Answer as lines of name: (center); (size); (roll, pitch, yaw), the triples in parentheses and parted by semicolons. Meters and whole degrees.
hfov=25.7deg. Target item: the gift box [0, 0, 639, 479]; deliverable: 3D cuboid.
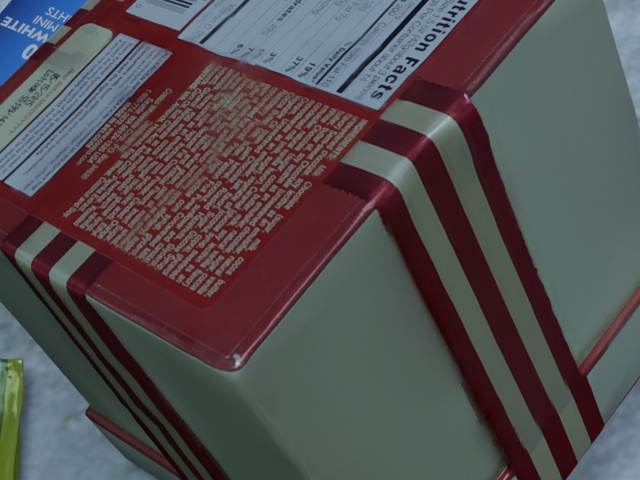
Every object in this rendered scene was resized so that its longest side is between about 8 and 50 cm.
gift box: (0.000, 0.000, 0.660); (0.255, 0.258, 0.276); (-45, 45, -16)

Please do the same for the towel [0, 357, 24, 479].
towel: (-0.273, 0.098, 0.714); (0.237, 0.021, 0.102); (6, 57, -16)

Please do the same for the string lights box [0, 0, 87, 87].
string lights box: (-0.116, -0.097, 0.793); (0.076, 0.133, 0.260); (26, 66, 20)
